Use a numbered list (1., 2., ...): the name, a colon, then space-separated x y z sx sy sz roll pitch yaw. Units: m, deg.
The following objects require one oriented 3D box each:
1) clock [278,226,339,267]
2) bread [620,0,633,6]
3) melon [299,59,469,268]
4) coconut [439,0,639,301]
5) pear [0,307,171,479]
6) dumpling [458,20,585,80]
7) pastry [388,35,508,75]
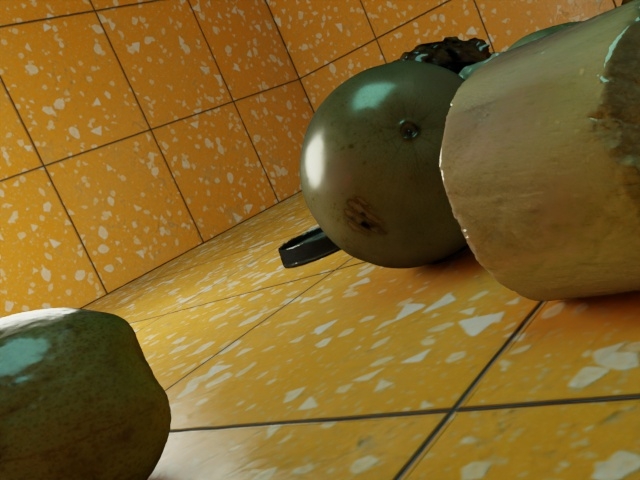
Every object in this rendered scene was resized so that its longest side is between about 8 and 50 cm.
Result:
1. clock: 0.000 0.000 1.482 0.184 0.040 0.184 -24 7 3
2. bread: 0.435 -0.207 0.585 0.191 0.314 0.370 -62 -5 14
3. melon: 0.109 -0.091 0.963 0.268 0.268 0.330 -24 -12 -3
4. coconut: 0.220 -0.066 0.615 0.239 0.239 0.244 -29 9 -33
5. pear: -0.247 0.156 0.625 0.211 0.188 0.228 -14 3 -24
6. dumpling: 0.356 -0.211 1.041 0.270 0.212 0.320 9 -15 -41
7. pastry: 0.202 -0.203 1.303 0.337 0.292 0.405 -39 -8 32
